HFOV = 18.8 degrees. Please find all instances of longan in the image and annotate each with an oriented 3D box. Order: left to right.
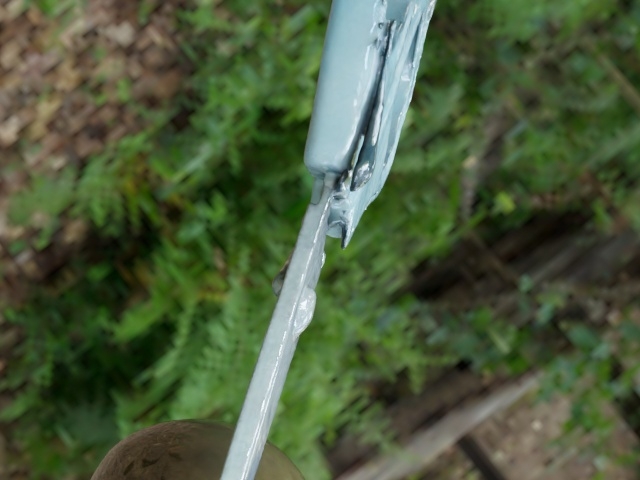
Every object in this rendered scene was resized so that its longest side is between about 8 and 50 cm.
[{"bbox_3d":[-0.049,0.122,0.761,0.092,0.113,0.113,-20,159,-37],"label":"longan"}]

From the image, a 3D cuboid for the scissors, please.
[{"bbox_3d":[0.002,0.000,0.738,0.191,0.029,0.360,91,13,-59],"label":"scissors"}]
